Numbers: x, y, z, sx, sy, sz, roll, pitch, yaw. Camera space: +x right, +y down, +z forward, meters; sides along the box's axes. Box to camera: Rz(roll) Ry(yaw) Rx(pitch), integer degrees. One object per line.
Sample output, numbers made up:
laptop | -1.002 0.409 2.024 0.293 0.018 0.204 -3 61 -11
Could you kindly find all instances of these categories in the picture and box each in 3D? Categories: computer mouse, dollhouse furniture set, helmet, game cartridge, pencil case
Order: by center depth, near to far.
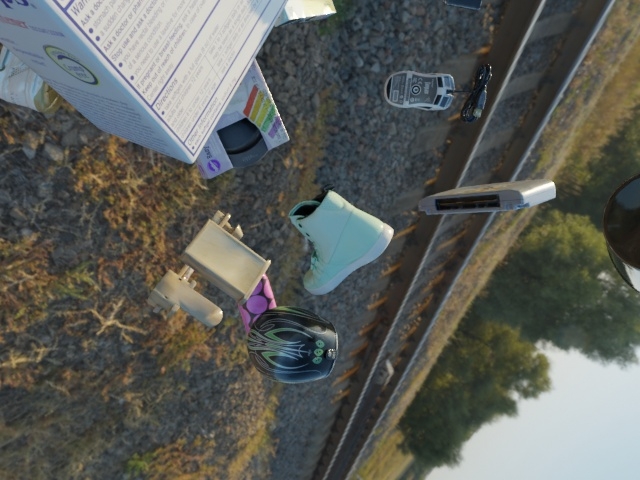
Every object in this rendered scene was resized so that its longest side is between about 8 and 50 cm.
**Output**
computer mouse | 0.217 -0.284 0.925 0.042 0.192 0.106 -25 124 -66
helmet | -0.064 0.208 0.979 0.161 0.169 0.170 13 120 -22
dollhouse furniture set | -0.289 0.120 1.199 0.355 0.173 0.303 -41 -165 52
pencil case | -0.164 0.173 1.244 0.098 0.095 0.210 -25 105 -34
game cartridge | 0.430 -0.113 1.267 0.198 0.297 0.062 -22 104 -38

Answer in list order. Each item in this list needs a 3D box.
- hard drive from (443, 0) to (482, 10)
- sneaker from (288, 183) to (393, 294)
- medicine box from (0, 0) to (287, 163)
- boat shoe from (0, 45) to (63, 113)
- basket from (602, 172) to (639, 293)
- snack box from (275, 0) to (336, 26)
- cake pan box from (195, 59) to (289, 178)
hard drive | 0.256 -0.534 0.801 0.339 0.064 0.237 -70 171 -53
sneaker | 0.000 -0.001 0.858 0.256 0.151 0.094 -43 -166 52
medicine box | -0.175 -0.268 0.455 0.264 0.149 0.289 -63 157 -14
boat shoe | -0.384 -0.317 0.667 0.098 0.096 0.278 144 -43 -74
basket | 0.463 -0.016 0.659 0.226 0.154 0.205 9 74 -55
snack box | -0.073 -0.784 1.524 0.322 0.060 0.187 -42 116 -51
cake pan box | -0.235 -0.315 1.230 0.245 0.070 0.267 -29 109 -19
